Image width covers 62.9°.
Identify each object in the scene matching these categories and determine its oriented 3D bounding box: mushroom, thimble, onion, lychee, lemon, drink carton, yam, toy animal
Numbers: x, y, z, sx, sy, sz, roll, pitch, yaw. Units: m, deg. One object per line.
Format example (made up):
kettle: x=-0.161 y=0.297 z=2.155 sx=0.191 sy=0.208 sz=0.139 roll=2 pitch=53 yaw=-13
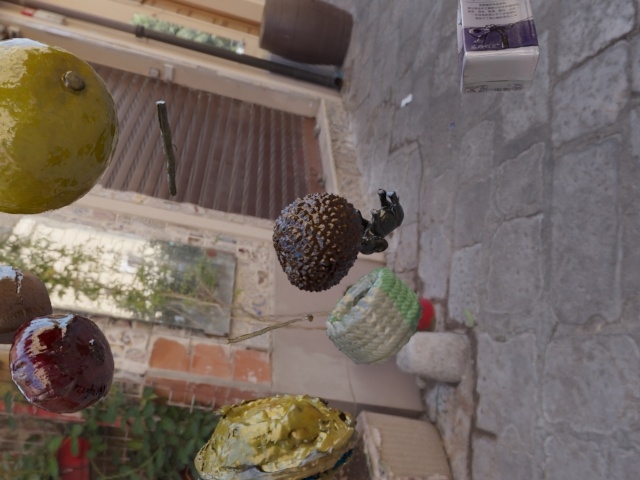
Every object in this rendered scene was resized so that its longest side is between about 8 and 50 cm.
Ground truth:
mushroom: x=-0.125 y=0.229 z=1.358 sx=0.026 sy=0.286 sz=0.028 roll=57 pitch=133 yaw=24
thimble: x=0.124 y=0.179 z=1.212 sx=0.219 sy=0.150 sz=0.219 roll=-46 pitch=6 yaw=6
onion: x=-0.587 y=0.280 z=1.209 sx=0.246 sy=0.190 sz=0.246 roll=62 pitch=-173 yaw=-14
lychee: x=0.000 y=0.000 z=1.434 sx=0.267 sy=0.267 sz=0.267 roll=-168 pitch=90 yaw=-77
lemon: x=-0.566 y=-0.218 z=1.017 sx=0.348 sy=0.348 sz=0.348 roll=-168 pitch=90 yaw=-77
drink carton: x=0.342 y=-0.405 z=1.030 sx=0.102 sy=0.134 sz=0.222 roll=69 pitch=-157 yaw=-59
yam: x=-0.348 y=-0.206 z=1.201 sx=0.029 sy=0.027 sz=0.234 roll=-71 pitch=-14 yaw=-53
toy animal: x=0.174 y=-0.048 z=1.617 sx=0.114 sy=0.245 sz=0.146 roll=40 pitch=159 yaw=48

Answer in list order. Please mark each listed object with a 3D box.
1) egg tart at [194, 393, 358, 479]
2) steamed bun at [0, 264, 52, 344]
egg tart: x=-0.079 y=0.306 z=0.831 sx=0.291 sy=0.291 sz=0.107 roll=167 pitch=92 yaw=-76
steamed bun: x=-0.889 y=0.163 z=1.420 sx=0.251 sy=0.301 sz=0.199 roll=18 pitch=-96 yaw=-60
